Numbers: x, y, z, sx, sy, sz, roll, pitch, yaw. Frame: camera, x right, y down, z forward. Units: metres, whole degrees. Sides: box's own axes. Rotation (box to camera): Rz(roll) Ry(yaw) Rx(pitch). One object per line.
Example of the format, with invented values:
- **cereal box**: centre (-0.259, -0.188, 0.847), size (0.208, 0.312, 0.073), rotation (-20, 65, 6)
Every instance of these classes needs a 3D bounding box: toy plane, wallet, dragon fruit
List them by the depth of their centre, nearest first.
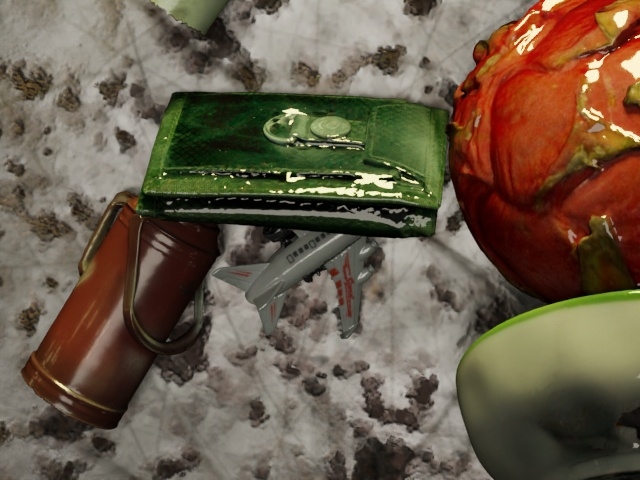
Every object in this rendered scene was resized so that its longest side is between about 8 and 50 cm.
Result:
- **dragon fruit**: centre (0.251, -0.061, 1.334), size (0.342, 0.277, 0.277), rotation (35, 101, 38)
- **wallet**: centre (-0.018, -0.069, 1.419), size (0.236, 0.160, 0.055), rotation (5, 127, 3)
- **toy plane**: centre (0.000, 0.000, 1.460), size (0.171, 0.065, 0.162), rotation (-41, 117, -1)

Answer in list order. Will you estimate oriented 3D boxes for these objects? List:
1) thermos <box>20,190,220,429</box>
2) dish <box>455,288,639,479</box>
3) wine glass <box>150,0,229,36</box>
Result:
- **thermos**: centre (-0.153, 0.033, 1.472), size (0.124, 0.099, 0.232), rotation (35, 99, 33)
- **dish**: centre (0.260, 0.163, 1.329), size (0.324, 0.324, 0.124), rotation (2, 61, 5)
- **wine glass**: centre (-0.071, -0.266, 1.427), size (0.093, 0.093, 0.202), rotation (36, 98, 0)
